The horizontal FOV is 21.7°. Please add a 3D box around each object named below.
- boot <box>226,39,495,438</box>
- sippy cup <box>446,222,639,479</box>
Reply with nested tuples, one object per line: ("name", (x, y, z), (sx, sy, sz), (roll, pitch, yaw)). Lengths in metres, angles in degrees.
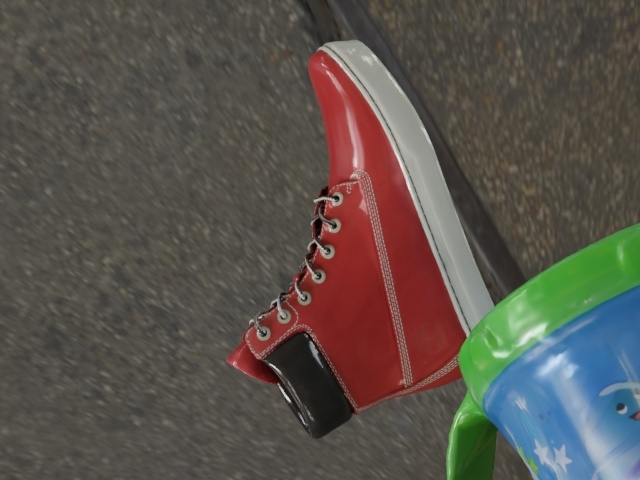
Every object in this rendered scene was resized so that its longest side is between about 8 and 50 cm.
("boot", (0.000, 0.000, 1.114), (0.176, 0.088, 0.244), (-22, 90, -8))
("sippy cup", (0.229, 0.125, 0.987), (0.240, 0.305, 0.224), (-12, 66, -22))
